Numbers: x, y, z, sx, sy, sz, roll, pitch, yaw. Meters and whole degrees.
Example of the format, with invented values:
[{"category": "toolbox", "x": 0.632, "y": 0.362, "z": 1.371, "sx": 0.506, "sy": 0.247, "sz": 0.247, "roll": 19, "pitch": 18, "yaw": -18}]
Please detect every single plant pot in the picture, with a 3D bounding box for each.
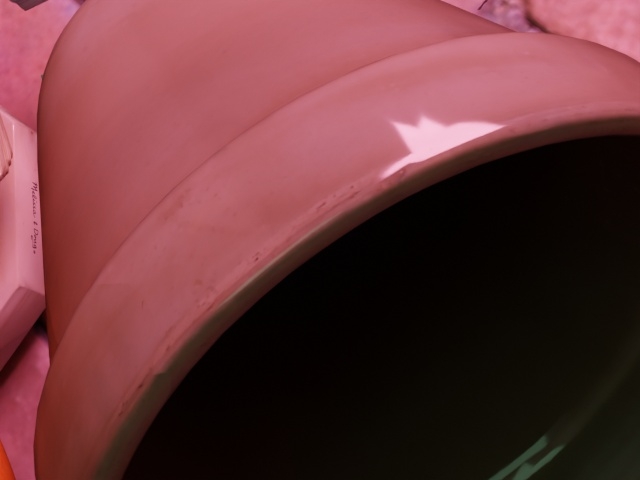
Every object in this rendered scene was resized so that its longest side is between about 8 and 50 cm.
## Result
[{"category": "plant pot", "x": 0.000, "y": 0.000, "z": 0.570, "sx": 0.323, "sy": 0.323, "sz": 0.280, "roll": -41, "pitch": 48, "yaw": 7}]

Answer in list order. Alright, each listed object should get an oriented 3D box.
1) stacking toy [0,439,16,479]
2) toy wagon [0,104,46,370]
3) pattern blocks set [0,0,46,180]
[{"category": "stacking toy", "x": -0.312, "y": -0.025, "z": 0.541, "sx": 0.350, "sy": 0.350, "sz": 0.480, "roll": -16, "pitch": 72, "yaw": 17}, {"category": "toy wagon", "x": -0.339, "y": 0.011, "z": 0.808, "sx": 0.344, "sy": 0.068, "sz": 0.267, "roll": -12, "pitch": 71, "yaw": 19}, {"category": "pattern blocks set", "x": -0.276, "y": -0.063, "z": 0.748, "sx": 0.324, "sy": 0.026, "sz": 0.286, "roll": -14, "pitch": 72, "yaw": 19}]
